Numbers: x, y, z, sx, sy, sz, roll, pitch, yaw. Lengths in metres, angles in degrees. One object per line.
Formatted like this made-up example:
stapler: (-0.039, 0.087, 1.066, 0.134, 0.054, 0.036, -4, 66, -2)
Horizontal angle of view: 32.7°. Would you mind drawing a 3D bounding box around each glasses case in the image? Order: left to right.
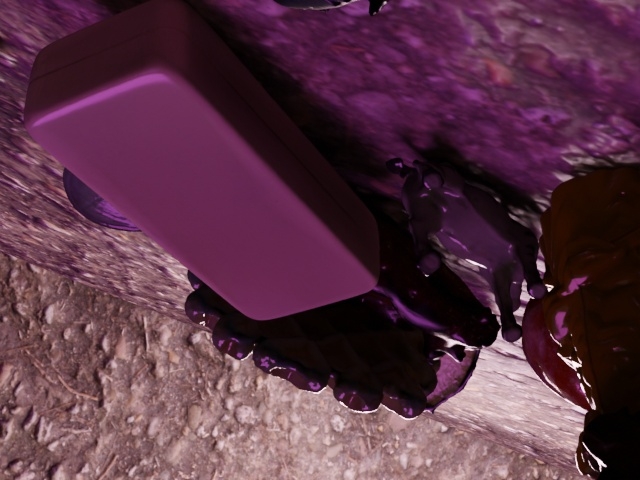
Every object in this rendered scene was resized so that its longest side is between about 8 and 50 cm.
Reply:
glasses case: (-0.081, -0.049, 0.889, 0.144, 0.076, 0.336, -17, 143, 22)

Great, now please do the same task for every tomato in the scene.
tomato: (0.242, 0.064, 0.916, 0.159, 0.139, 0.091, -116, 8, -47)

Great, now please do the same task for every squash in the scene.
squash: (0.122, 0.126, 1.444, 0.192, 0.184, 0.085, 21, -153, 14)

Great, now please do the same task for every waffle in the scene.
waffle: (-0.003, 0.075, 1.192, 0.292, 0.056, 0.309, 23, -154, -4)

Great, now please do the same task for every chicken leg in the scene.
chicken leg: (0.000, 0.000, 1.115, 0.407, 0.096, 0.158, 25, 159, 17)

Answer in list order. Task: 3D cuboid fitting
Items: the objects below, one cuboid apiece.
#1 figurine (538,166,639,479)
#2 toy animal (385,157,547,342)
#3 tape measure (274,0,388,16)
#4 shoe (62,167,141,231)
figurine: (0.202, 0.124, 0.702, 0.168, 0.315, 0.187, -4, 133, 29)
toy animal: (0.128, -0.006, 0.908, 0.217, 0.073, 0.176, 43, -165, -23)
tape measure: (-0.032, -0.171, 0.406, 0.186, 0.112, 0.199, 35, 169, -24)
shoe: (-0.114, -0.072, 1.018, 0.251, 0.100, 0.103, -1, 133, 12)
